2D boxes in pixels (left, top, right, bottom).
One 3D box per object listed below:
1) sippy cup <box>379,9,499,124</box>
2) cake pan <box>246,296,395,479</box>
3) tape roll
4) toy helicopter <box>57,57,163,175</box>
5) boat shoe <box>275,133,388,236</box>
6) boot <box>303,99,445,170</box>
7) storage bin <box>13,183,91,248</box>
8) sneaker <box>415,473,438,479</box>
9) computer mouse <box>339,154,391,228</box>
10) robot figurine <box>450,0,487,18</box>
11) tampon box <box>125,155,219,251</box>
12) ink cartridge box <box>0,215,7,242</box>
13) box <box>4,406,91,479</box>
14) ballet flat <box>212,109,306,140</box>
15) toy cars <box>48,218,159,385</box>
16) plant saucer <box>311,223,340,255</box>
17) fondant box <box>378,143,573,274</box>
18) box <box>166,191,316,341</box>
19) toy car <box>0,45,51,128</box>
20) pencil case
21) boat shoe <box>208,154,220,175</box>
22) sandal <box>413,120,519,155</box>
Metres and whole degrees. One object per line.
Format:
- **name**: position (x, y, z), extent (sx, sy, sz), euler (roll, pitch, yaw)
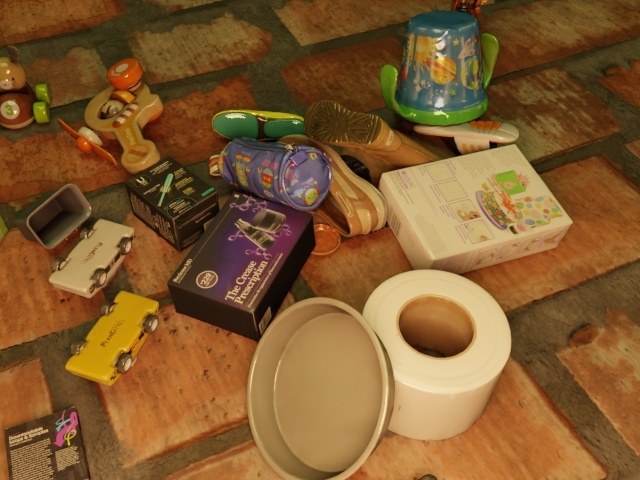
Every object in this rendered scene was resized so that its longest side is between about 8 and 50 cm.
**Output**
- **sippy cup**: position (0.293, -0.428, 1.640), extent (0.240, 0.224, 0.305), euler (8, 36, 19)
- **cake pan**: position (0.001, 0.238, 1.076), extent (0.054, 0.293, 0.293), euler (18, 31, -47)
- **tape roll**: position (0.186, 0.193, 1.159), extent (0.246, 0.169, 0.246), euler (1, 48, -2)
- **toy helicopter**: position (-0.461, -0.253, 1.548), extent (0.235, 0.140, 0.355), euler (-30, 47, -6)
- **boat shoe**: position (-0.002, -0.121, 1.457), extent (0.116, 0.123, 0.324), euler (-31, 54, -33)
- **boot**: position (0.123, -0.207, 1.487), extent (0.236, 0.270, 0.089), euler (27, 96, 40)
- **storage bin**: position (-0.560, -0.047, 1.407), extent (0.091, 0.098, 0.135), euler (3, 42, 39)
- **sneaker**: position (0.076, 0.412, 1.021), extent (0.234, 0.078, 0.106), euler (-32, 59, -24)
- **computer mouse**: position (0.105, -0.104, 1.513), extent (0.071, 0.041, 0.242), euler (-25, 61, -24)
- **robot figurine**: position (0.381, -0.592, 1.778), extent (0.085, 0.291, 0.211), euler (7, 49, 5)
- **tampon box**: position (-0.309, -0.079, 1.426), extent (0.161, 0.101, 0.120), euler (36, 56, 27)
- **ink cartridge box**: position (-0.787, -0.056, 1.331), extent (0.255, 0.188, 0.097), euler (6, 50, 3)
- **box**: position (-0.436, 0.357, 1.085), extent (0.116, 0.029, 0.162), euler (-15, 52, -16)
- **ballet flat**: position (-0.144, -0.282, 1.641), extent (0.231, 0.077, 0.077), euler (2, 27, -4)
- **toy cars**: position (-0.402, 0.117, 1.266), extent (0.177, 0.087, 0.393), euler (-13, 47, -20)
- **plant saucer**: position (0.000, 0.000, 1.426), extent (0.084, 0.013, 0.083), euler (2, 48, -2)
- **fondant box**: position (0.316, -0.063, 1.422), extent (0.331, 0.096, 0.238), euler (-14, 55, -15)
- **box**: position (-0.146, 0.044, 1.317), extent (0.184, 0.103, 0.261), euler (15, 51, 18)
- **toy car**: position (-0.749, -0.378, 1.618), extent (0.155, 0.188, 0.148), euler (-9, 49, -9)
- **pencil case**: position (-0.100, -0.148, 1.396), extent (0.119, 0.133, 0.306), euler (-29, 26, -25)
- **boat shoe**: position (-0.187, -0.174, 1.551), extent (0.137, 0.049, 0.043), euler (-5, 52, -3)
- **sandal**: position (0.348, -0.241, 1.620), extent (0.265, 0.076, 0.102), euler (13, 31, 36)
